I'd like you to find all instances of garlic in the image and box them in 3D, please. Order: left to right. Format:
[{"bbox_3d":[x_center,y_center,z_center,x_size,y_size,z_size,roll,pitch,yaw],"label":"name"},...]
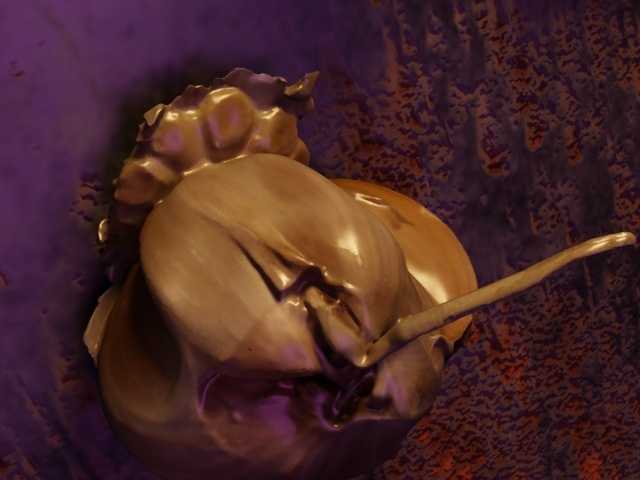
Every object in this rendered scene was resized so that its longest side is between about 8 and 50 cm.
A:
[{"bbox_3d":[0.000,0.000,0.470,0.207,0.257,0.207,20,52,-28],"label":"garlic"}]
